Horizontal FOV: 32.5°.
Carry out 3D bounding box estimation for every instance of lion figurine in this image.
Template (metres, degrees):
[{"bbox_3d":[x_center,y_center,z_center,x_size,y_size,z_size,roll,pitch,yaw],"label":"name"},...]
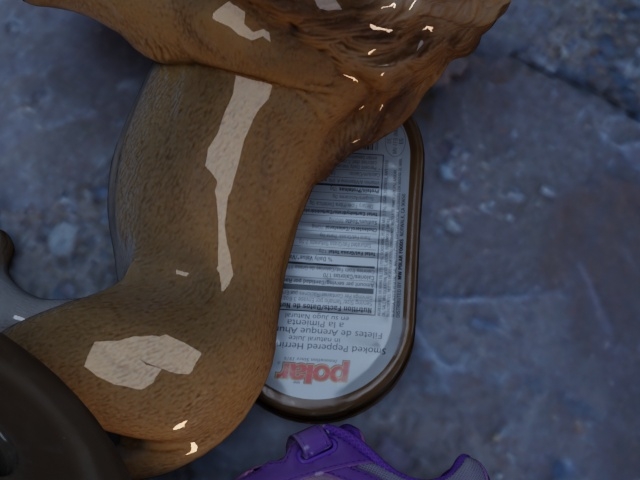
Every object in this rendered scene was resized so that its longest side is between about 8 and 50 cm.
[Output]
[{"bbox_3d":[-0.057,-0.027,0.517,0.240,0.142,0.392,18,94,12],"label":"lion figurine"}]

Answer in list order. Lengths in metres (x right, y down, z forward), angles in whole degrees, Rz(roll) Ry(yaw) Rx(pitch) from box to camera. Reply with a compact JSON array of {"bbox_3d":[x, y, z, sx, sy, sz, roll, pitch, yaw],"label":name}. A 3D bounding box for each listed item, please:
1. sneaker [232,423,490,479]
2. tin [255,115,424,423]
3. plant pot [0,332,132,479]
[{"bbox_3d":[-0.017,0.137,0.521,0.236,0.095,0.104,6,69,-3],"label":"sneaker"},{"bbox_3d":[0.000,0.000,0.580,0.106,0.040,0.189,3,76,5],"label":"tin"},{"bbox_3d":[-0.192,0.144,0.392,0.229,0.263,0.263,-46,79,13],"label":"plant pot"}]
